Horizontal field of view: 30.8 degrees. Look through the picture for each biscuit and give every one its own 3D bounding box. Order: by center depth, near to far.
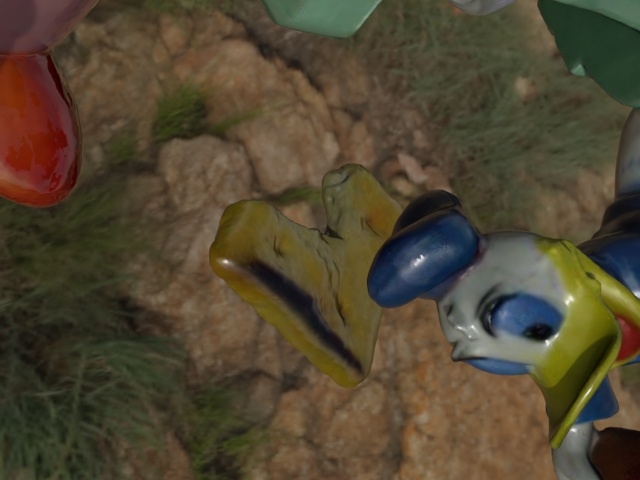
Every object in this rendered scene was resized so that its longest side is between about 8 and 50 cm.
[{"bbox_3d":[0.000,0.000,0.888,0.174,0.039,0.183,46,46,-29],"label":"biscuit"}]

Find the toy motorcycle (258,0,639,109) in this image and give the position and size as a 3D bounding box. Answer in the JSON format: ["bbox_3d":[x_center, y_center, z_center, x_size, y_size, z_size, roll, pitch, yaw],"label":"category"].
[{"bbox_3d":[0.049,-0.197,0.456,0.191,0.200,0.327,9,44,-25],"label":"toy motorcycle"}]

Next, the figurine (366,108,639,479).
[{"bbox_3d":[0.156,0.043,0.642,0.338,0.204,0.284,6,85,-34],"label":"figurine"}]

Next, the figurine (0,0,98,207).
[{"bbox_3d":[-0.205,-0.196,0.628,0.211,0.261,0.270,9,43,-37],"label":"figurine"}]

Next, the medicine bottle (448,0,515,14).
[{"bbox_3d":[0.297,-0.389,1.241,0.395,0.242,0.243,-31,102,-20],"label":"medicine bottle"}]
